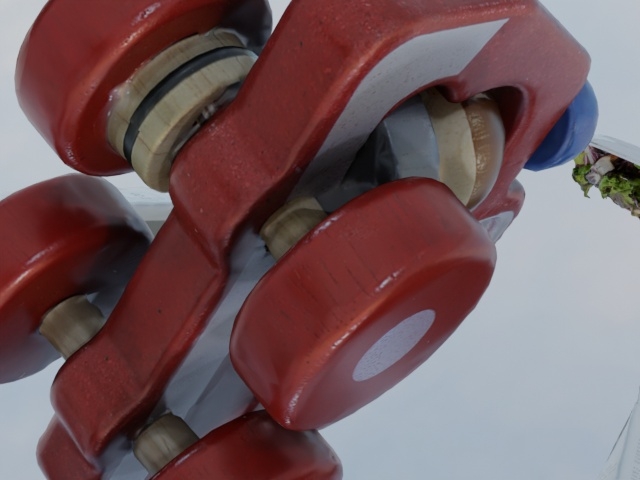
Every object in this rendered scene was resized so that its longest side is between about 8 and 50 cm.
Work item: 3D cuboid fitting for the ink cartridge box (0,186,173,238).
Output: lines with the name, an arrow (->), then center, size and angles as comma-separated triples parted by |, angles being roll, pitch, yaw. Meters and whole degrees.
ink cartridge box -> -0.244, -0.026, 1.260 | 0.189, 0.066, 0.232 | -3, -163, -36

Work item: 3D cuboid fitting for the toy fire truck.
toy fire truck -> 0.000, 0.000, 0.638 | 0.254, 0.302, 0.169 | -19, -120, -48

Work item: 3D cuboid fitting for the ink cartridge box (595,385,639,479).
ink cartridge box -> 0.222, 0.154, 0.854 | 0.145, 0.045, 0.179 | 29, -142, -2

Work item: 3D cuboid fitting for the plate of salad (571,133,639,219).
plate of salad -> 0.260, -0.029, 1.162 | 0.200, 0.200, 0.048 | 28, -87, 42
